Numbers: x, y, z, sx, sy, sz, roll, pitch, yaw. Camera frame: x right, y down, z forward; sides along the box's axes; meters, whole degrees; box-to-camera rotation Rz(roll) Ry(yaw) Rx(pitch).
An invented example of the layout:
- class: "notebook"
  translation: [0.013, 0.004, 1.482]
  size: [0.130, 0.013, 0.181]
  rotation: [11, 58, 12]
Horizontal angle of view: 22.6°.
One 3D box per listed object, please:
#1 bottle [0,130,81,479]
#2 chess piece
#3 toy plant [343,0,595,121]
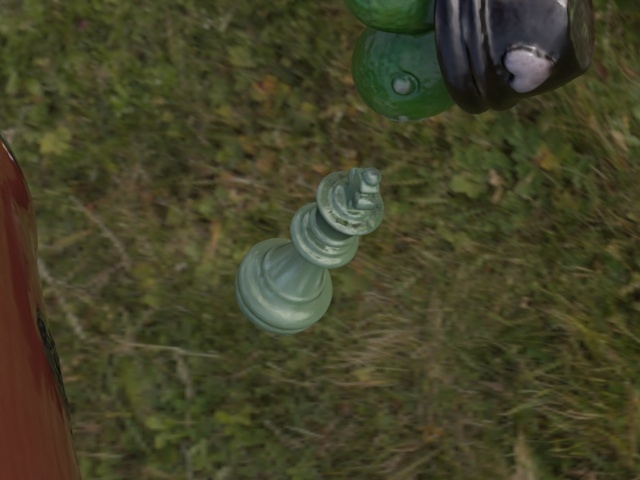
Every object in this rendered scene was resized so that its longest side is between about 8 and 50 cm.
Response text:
- class: "bottle"
  translation: [-0.127, 0.082, 0.394]
  size: [0.144, 0.144, 0.336]
  rotation: [-41, 35, 12]
- class: "chess piece"
  translation: [0.000, 0.000, 0.896]
  size: [0.059, 0.059, 0.149]
  rotation: [63, 149, 15]
- class: "toy plant"
  translation: [0.123, -0.195, 1.444]
  size: [0.235, 0.218, 0.175]
  rotation: [1, 56, 22]
